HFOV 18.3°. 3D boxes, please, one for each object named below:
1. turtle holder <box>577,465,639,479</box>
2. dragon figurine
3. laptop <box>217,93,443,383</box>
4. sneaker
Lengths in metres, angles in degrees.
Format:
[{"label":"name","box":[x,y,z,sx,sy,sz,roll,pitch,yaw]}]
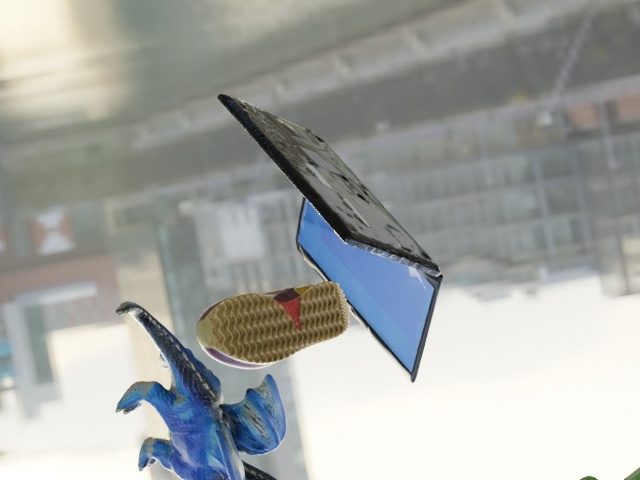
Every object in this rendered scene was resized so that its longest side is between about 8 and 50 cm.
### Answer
[{"label":"turtle holder","box":[0.279,0.280,1.341,0.320,0.243,0.227,-51,145,8]},{"label":"dragon figurine","box":[-0.082,0.151,1.620,0.144,0.289,0.085,20,-131,26]},{"label":"laptop","box":[0.000,0.000,2.013,0.136,0.234,0.264,-51,145,14]},{"label":"sneaker","box":[-0.057,0.081,1.776,0.084,0.070,0.185,-17,173,40]}]
